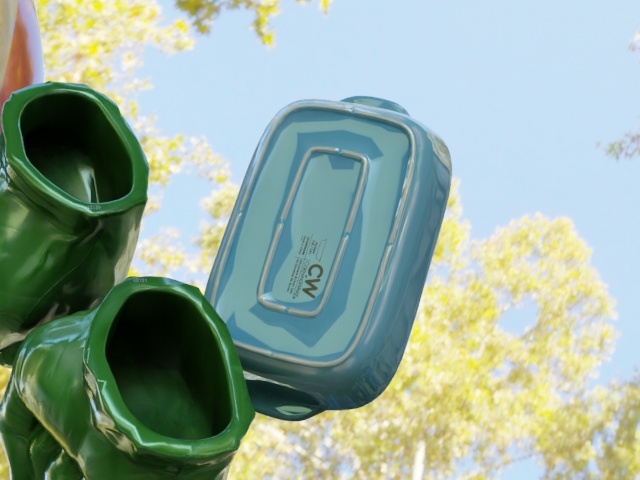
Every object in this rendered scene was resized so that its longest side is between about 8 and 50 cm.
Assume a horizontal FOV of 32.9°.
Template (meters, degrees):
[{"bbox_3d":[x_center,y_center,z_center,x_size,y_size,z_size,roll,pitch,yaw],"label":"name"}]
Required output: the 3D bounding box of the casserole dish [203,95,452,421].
[{"bbox_3d":[0.000,0.000,0.568,0.114,0.188,0.037,13,-17,18],"label":"casserole dish"}]

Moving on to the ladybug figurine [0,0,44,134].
[{"bbox_3d":[-0.342,-0.064,0.843,0.305,0.449,0.162,-7,-31,34],"label":"ladybug figurine"}]

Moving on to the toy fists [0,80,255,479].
[{"bbox_3d":[-0.131,0.050,0.583,0.279,0.096,0.142,59,-38,32],"label":"toy fists"}]
